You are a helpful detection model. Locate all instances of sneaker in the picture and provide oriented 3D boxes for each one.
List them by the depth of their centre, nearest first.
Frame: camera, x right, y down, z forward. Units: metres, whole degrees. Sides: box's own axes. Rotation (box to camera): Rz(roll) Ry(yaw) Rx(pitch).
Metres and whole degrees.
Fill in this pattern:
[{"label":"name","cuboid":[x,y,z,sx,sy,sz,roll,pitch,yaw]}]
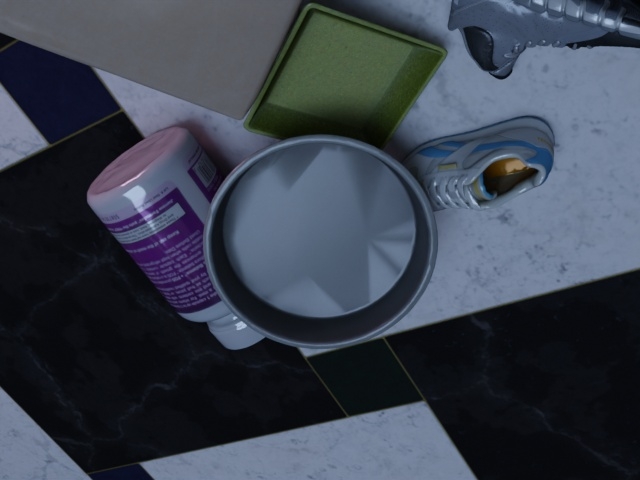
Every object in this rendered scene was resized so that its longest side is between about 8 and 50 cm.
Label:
[{"label":"sneaker","cuboid":[0.248,-0.229,0.904,0.228,0.086,0.132,24,135,11]},{"label":"sneaker","cuboid":[0.178,-0.080,1.024,0.228,0.092,0.087,-21,120,31]}]

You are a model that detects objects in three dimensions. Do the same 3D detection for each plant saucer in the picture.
[{"label":"plant saucer","cuboid":[0.024,-0.193,0.980,0.188,0.045,0.188,12,133,-26]}]

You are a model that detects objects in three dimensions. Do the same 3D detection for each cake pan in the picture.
[{"label":"cake pan","cuboid":[0.000,0.000,1.038,0.293,0.054,0.293,0,114,0]}]

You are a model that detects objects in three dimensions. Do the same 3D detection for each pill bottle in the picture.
[{"label":"pill bottle","cuboid":[-0.171,0.006,1.144,0.169,0.169,0.301,-20,118,28]}]

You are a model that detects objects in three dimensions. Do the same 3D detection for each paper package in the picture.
[{"label":"paper package","cuboid":[-0.153,-0.334,0.842,0.309,0.168,0.325,19,129,-16]}]
